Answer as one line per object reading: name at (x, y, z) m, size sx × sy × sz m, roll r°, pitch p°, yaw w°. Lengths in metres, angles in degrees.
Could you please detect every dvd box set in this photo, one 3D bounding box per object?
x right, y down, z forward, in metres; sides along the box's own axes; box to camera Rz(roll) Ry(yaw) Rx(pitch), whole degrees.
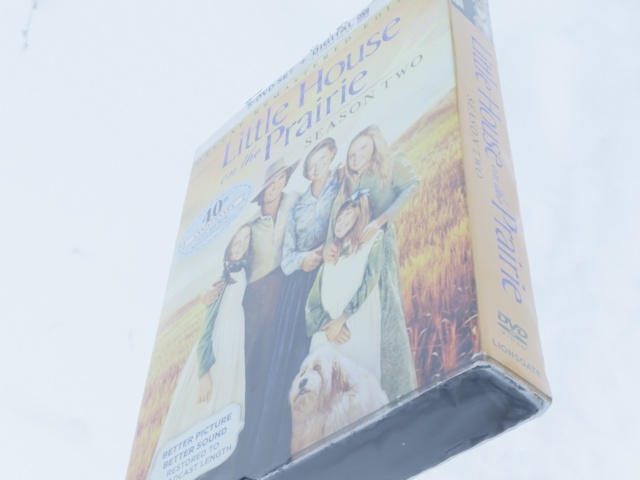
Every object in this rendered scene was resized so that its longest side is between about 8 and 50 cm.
dvd box set at (0.000, 0.000, 0.709) m, size 0.308 × 0.420 × 0.062 m, roll -34°, pitch 123°, yaw 31°
